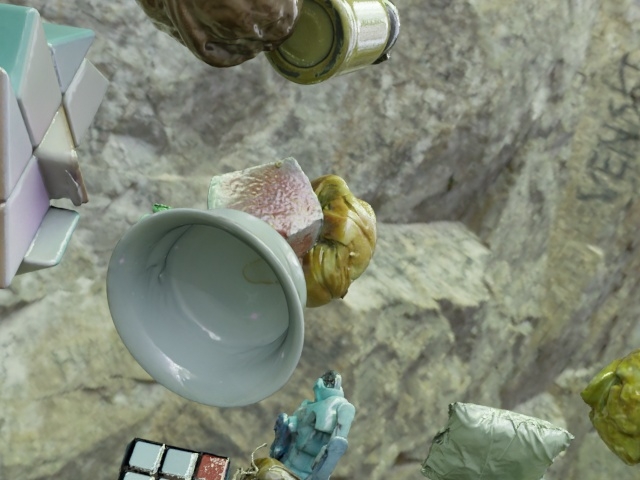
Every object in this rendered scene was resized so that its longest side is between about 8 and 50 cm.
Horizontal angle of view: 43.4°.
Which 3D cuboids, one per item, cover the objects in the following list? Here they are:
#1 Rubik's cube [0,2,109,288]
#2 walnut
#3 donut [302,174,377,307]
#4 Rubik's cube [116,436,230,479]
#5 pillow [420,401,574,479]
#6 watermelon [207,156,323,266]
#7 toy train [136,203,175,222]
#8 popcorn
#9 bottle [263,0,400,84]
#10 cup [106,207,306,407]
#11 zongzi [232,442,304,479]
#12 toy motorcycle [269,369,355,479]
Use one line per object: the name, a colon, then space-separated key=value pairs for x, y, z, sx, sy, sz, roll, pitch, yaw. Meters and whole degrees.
Rubik's cube: x=-0.451 y=-0.136 z=0.998 sx=0.368 sy=0.358 sz=0.387 roll=96 pitch=-177 yaw=-52
walnut: x=-0.154 y=-0.391 z=1.220 sx=0.227 sy=0.273 sz=0.273 roll=-52 pitch=-30 yaw=4
donut: x=0.000 y=0.000 z=2.176 sx=0.170 sy=0.360 sz=0.360 roll=32 pitch=-85 yaw=-32
Rubik's cube: x=-0.230 y=0.414 z=1.206 sx=0.160 sy=0.163 sz=0.162 roll=101 pitch=-178 yaw=-48
pillow: x=0.419 y=0.502 z=1.919 sx=0.138 sy=0.310 sz=0.283 roll=-78 pitch=-2 yaw=-49
watermelon: x=-0.105 y=-0.041 z=1.623 sx=0.201 sy=0.213 sz=0.262 roll=-29 pitch=-16 yaw=22
toy train: x=-0.278 y=0.018 z=1.729 sx=0.132 sy=0.243 sz=0.188 roll=-62 pitch=-27 yaw=8
popcorn: x=0.630 y=0.296 z=1.456 sx=0.276 sy=0.225 sz=0.276 roll=-29 pitch=-26 yaw=-16
bottle: x=0.038 y=-0.391 z=1.477 sx=0.351 sy=0.171 sz=0.171 roll=-36 pitch=-29 yaw=-61
cup: x=-0.161 y=0.086 z=1.330 sx=0.163 sy=0.347 sz=0.347 roll=-45 pitch=-21 yaw=-60
zongzi: x=0.019 y=0.384 z=1.147 sx=0.241 sy=0.247 sz=0.111 roll=-23 pitch=1 yaw=-17
toy motorcycle: x=-0.015 y=0.400 z=1.599 sx=0.154 sy=0.206 sz=0.260 roll=25 pitch=-78 yaw=-18
